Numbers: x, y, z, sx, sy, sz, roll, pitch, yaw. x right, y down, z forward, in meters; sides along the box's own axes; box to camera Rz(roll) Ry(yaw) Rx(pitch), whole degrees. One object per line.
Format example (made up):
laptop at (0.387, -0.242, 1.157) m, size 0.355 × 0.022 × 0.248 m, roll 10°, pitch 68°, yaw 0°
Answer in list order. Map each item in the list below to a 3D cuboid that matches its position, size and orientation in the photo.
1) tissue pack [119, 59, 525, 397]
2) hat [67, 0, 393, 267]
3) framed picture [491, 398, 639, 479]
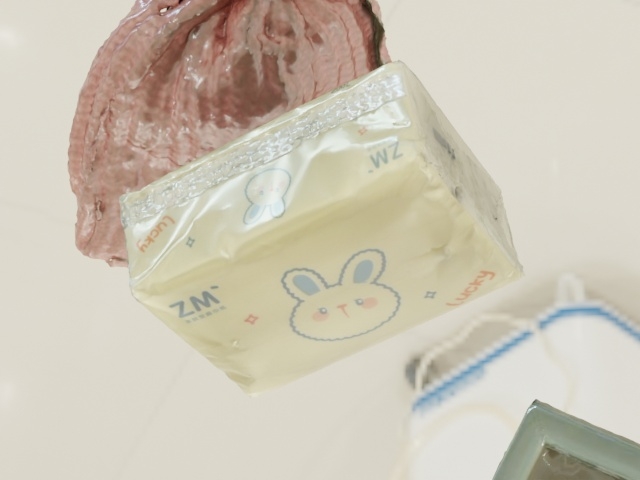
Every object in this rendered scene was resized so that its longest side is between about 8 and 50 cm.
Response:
tissue pack at (0.000, 0.000, 1.058) m, size 0.196 × 0.092 × 0.148 m, roll -25°, pitch 138°, yaw 18°
hat at (-0.051, -0.111, 1.163) m, size 0.237 × 0.107 × 0.286 m, roll -13°, pitch 132°, yaw -18°
framed picture at (0.153, 0.207, 0.703) m, size 0.273 × 0.216 × 0.016 m, roll 23°, pitch 169°, yaw 32°
